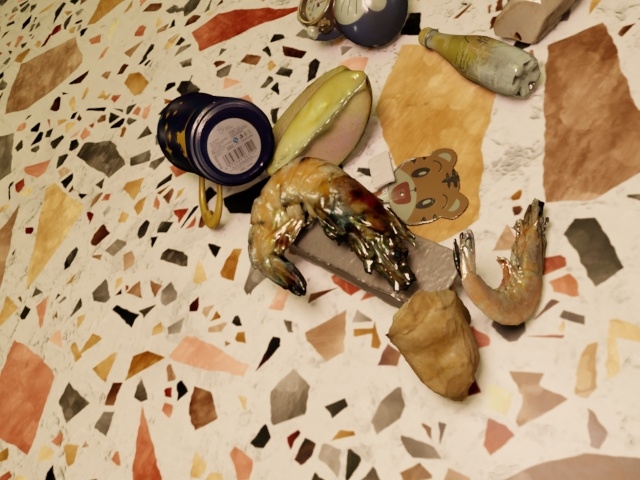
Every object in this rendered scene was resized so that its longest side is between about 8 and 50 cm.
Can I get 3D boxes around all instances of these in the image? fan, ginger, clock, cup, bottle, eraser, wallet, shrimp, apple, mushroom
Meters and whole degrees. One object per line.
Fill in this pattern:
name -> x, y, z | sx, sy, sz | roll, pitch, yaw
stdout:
fan -> 0.146, -0.082, 1.038 | 0.227, 0.008, 0.152 | -15, 58, 21
ginger -> 0.160, 0.148, 0.790 | 0.115, 0.193, 0.122 | -32, 53, 18
clock -> 0.073, -0.501, 1.219 | 0.243, 0.147, 0.199 | 29, 96, 40
cup -> -0.195, -0.168, 1.160 | 0.179, 0.254, 0.256 | -30, 26, -17
bottle -> 0.280, -0.341, 1.061 | 0.083, 0.083, 0.269 | -45, 47, 1
eraser -> 0.078, 0.023, 0.978 | 0.353, 0.077, 0.111 | 26, 76, 37
wallet -> 0.114, -0.132, 1.072 | 0.044, 0.011, 0.083 | -24, 44, 19
shrimp -> 0.269, 0.015, 0.853 | 0.219, 0.152, 0.046 | -66, 12, -23
shrimp -> 0.000, 0.000, 0.949 | 0.233, 0.071, 0.365 | -49, 52, 6
apple -> -0.003, -0.225, 1.129 | 0.265, 0.120, 0.193 | -45, 35, 14
mushroom -> 0.423, -0.461, 1.038 | 0.096, 0.108, 0.247 | 39, 89, -3
